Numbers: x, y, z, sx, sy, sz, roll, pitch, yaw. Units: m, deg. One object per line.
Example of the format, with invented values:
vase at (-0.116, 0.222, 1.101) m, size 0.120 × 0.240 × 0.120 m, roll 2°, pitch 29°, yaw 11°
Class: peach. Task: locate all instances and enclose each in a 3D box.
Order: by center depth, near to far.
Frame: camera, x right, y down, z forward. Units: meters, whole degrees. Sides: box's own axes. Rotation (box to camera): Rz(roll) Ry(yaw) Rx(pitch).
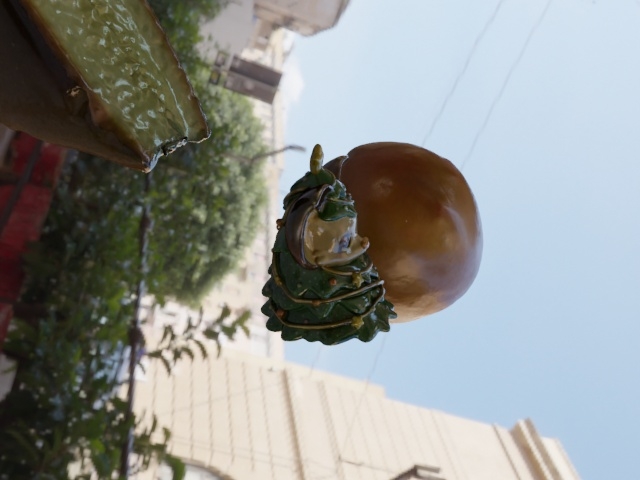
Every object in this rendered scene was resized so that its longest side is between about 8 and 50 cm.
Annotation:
peach at (0.054, -0.001, 0.629) m, size 0.138 × 0.138 × 0.138 m, roll -163°, pitch -90°, yaw -73°

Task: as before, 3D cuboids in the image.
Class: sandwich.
sandwich at (-0.186, -0.145, 0.572) m, size 0.128 × 0.236 × 0.122 m, roll -20°, pitch -166°, yaw 46°

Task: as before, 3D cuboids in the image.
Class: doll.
doll at (-0.009, 0.004, 0.479) m, size 0.076 × 0.113 × 0.078 m, roll -14°, pitch -160°, yaw 21°
